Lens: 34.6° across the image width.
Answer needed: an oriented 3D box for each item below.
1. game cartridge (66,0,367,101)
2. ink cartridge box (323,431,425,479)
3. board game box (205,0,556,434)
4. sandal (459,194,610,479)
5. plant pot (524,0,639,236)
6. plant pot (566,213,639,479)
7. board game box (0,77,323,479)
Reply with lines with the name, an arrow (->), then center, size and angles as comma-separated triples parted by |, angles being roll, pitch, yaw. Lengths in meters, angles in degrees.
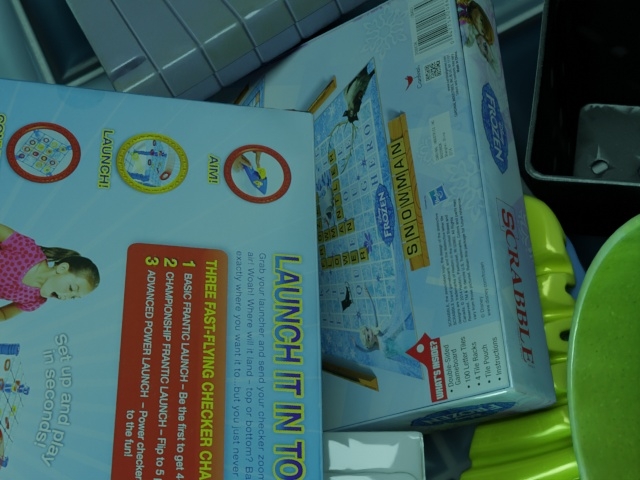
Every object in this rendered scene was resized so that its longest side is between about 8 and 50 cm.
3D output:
game cartridge -> -0.114, -0.245, 0.921 | 0.230, 0.068, 0.355 | -28, 41, -6
ink cartridge box -> 0.005, 0.208, 0.696 | 0.128, 0.176, 0.127 | -1, 66, 3
board game box -> 0.000, 0.000, 0.781 | 0.318, 0.066, 0.318 | -20, 62, 33
sandal -> 0.172, 0.129, 0.734 | 0.126, 0.138, 0.317 | -12, 69, 41
plant pot -> 0.260, -0.087, 0.785 | 0.188, 0.167, 0.188 | 5, 68, 14
plant pot -> 0.333, 0.093, 0.552 | 0.294, 0.274, 0.274 | -9, 64, -18
board game box -> -0.155, 0.057, 0.590 | 0.302, 0.086, 0.308 | 5, 61, -12
